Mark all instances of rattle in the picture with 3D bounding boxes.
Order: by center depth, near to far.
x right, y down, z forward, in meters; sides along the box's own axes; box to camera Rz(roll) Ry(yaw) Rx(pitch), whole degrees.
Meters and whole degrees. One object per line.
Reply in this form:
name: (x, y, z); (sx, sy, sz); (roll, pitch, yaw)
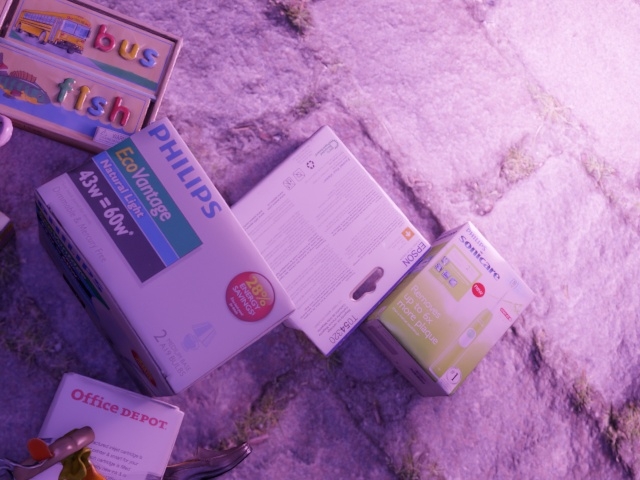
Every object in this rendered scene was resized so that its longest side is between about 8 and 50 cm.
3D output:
rattle: (-0.372, 0.346, 1.139); (0.130, 0.199, 0.143); (-12, 81, -18)

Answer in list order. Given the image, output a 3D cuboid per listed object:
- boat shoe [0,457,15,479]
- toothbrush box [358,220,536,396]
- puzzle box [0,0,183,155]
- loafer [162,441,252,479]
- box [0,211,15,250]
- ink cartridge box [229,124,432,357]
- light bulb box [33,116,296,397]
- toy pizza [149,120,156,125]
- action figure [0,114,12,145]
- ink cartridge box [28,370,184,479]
boat shoe: (-0.511, 0.363, 1.203); (0.227, 0.079, 0.081); (7, 46, 26)
toothbrush box: (0.247, 0.136, 1.557); (0.283, 0.122, 0.206); (-43, 94, -22)
puzzle box: (-0.485, -0.325, 1.454); (0.408, 0.052, 0.272); (19, 73, -13)
loafer: (-0.202, 0.390, 1.392); (0.170, 0.062, 0.061); (-23, 82, -22)
box: (-0.670, -0.014, 1.294); (0.243, 0.117, 0.214); (37, 70, -7)
ink cartridge box: (0.000, 0.000, 1.534); (0.324, 0.071, 0.330); (-43, 97, -21)
light bulb box: (-0.266, 0.050, 1.281); (0.225, 0.361, 0.358); (-34, 90, -21)
toy pizza: (-0.254, -0.123, 1.419); (0.032, 0.201, 0.201); (-31, 89, 4)
action figure: (-0.582, 0.016, 1.192); (0.275, 0.248, 0.370); (-32, 105, -63)
ink cartridge box: (-0.374, 0.385, 1.303); (0.211, 0.121, 0.289); (22, 73, -12)
